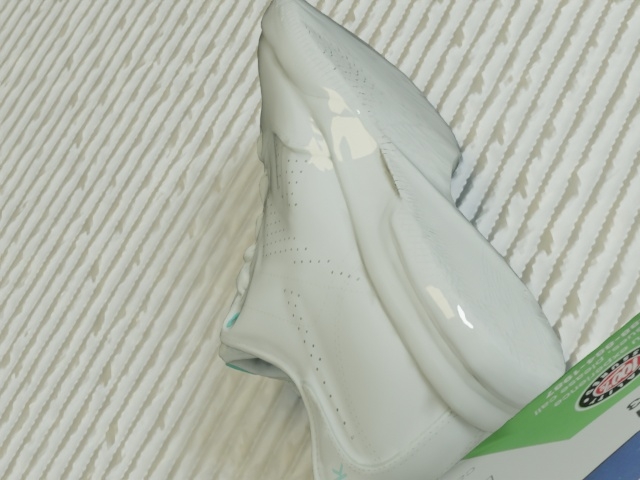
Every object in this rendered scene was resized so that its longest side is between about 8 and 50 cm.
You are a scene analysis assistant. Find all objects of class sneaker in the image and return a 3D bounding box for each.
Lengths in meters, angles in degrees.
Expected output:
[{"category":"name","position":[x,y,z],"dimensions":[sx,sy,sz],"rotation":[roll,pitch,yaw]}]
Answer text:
[{"category":"sneaker","position":[0.000,0.000,0.617],"dimensions":[0.094,0.080,0.212],"rotation":[-46,34,20]}]

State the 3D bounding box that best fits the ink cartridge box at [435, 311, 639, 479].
[{"category":"ink cartridge box","position":[0.062,0.101,0.356],"dimensions":[0.154,0.093,0.212],"rotation":[-40,10,7]}]
